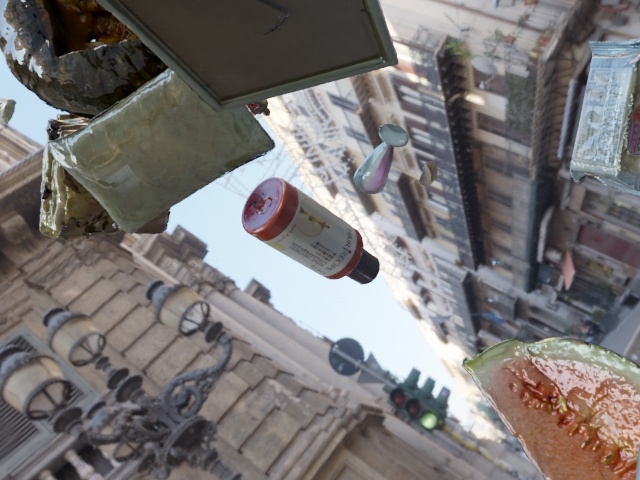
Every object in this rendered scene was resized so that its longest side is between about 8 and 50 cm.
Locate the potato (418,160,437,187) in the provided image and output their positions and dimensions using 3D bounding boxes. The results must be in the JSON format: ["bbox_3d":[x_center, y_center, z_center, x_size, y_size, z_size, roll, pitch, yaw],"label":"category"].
[{"bbox_3d":[0.263,-0.157,1.327,0.036,0.037,0.093,-32,-17,-11],"label":"potato"}]

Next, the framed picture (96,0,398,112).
[{"bbox_3d":[-0.067,-0.218,0.516,0.315,0.232,0.024,36,-135,-69],"label":"framed picture"}]

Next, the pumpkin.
[{"bbox_3d":[-0.337,-0.334,0.864,0.320,0.321,0.192,-63,6,4],"label":"pumpkin"}]

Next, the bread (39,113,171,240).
[{"bbox_3d":[-0.446,-0.139,1.250,0.325,0.167,0.277,-8,-74,-61],"label":"bread"}]

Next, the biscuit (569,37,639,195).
[{"bbox_3d":[0.613,-0.257,1.156,0.079,0.186,0.308,-1,-76,-23],"label":"biscuit"}]

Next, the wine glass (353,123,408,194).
[{"bbox_3d":[0.125,-0.169,1.176,0.073,0.073,0.155,-43,-12,-33],"label":"wine glass"}]

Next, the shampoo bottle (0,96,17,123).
[{"bbox_3d":[-0.644,-0.253,1.042,0.034,0.141,0.048,89,-168,-86],"label":"shampoo bottle"}]

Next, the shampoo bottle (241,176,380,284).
[{"bbox_3d":[0.000,0.000,0.956,0.278,0.104,0.104,32,-93,-39],"label":"shampoo bottle"}]

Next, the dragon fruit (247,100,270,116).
[{"bbox_3d":[-0.222,-0.352,1.478,0.208,0.150,0.133,-5,-34,-37],"label":"dragon fruit"}]

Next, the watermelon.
[{"bbox_3d":[0.311,0.197,0.572,0.159,0.303,0.128,5,-56,-40],"label":"watermelon"}]

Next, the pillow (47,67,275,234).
[{"bbox_3d":[-0.238,-0.138,0.825,0.303,0.074,0.184,-28,-63,15],"label":"pillow"}]

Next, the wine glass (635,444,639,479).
[{"bbox_3d":[0.310,0.083,0.387,0.143,0.144,0.320,-17,-64,-55],"label":"wine glass"}]
